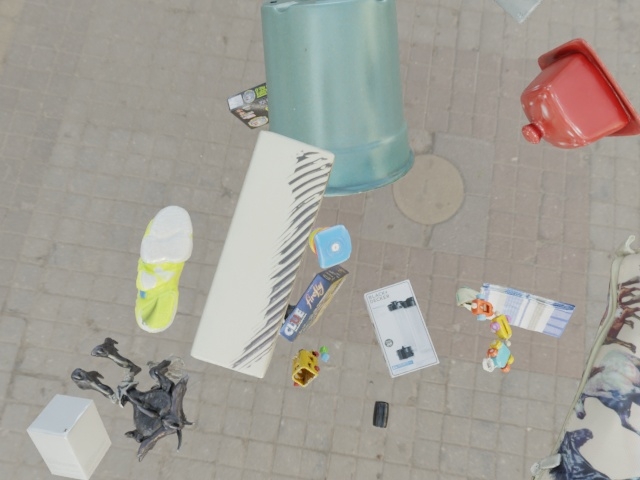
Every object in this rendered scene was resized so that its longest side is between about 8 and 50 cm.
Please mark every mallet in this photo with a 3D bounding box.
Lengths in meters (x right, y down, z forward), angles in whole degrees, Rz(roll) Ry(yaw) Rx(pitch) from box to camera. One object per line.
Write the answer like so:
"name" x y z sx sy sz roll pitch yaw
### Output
"mallet" 0.165 0.465 1.115 0.039 0.190 0.063 6 68 14

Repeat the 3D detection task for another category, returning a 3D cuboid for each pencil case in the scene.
"pencil case" 0.426 0.211 0.562 0.183 0.160 0.411 19 90 12

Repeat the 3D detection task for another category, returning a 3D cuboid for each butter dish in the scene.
"butter dish" 0.358 -0.192 0.626 0.118 0.160 0.160 -38 96 13

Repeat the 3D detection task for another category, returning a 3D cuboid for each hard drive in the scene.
"hard drive" 0.394 -0.493 0.783 0.094 0.135 0.022 43 59 2

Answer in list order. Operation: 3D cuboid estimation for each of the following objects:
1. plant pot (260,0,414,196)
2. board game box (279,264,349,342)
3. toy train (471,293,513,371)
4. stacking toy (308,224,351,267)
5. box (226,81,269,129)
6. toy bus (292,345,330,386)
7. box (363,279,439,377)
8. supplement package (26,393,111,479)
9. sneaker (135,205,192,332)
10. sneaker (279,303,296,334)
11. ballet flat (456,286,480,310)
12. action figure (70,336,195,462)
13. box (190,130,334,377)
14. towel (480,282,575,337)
"plant pot" 0.026 -0.317 0.867 0.340 0.341 0.335 -9 125 -3
"board game box" -0.008 0.147 1.037 0.042 0.243 0.165 35 98 10
"toy train" 0.375 0.210 0.939 0.125 0.046 0.167 13 67 -27
"stacking toy" 0.000 0.000 1.957 0.165 0.301 0.175 -20 110 -23
"box" -0.204 -0.547 1.669 0.269 0.216 0.060 -17 82 11
"toy bus" -0.072 0.532 1.829 0.104 0.202 0.191 39 60 -17
"box" 0.268 0.298 1.424 0.169 0.087 0.290 -17 72 3
"supplement package" -0.613 0.485 1.034 0.104 0.105 0.180 6 122 8
"sneaker" -0.315 0.052 0.819 0.091 0.126 0.241 15 83 -26
"sneaker" -0.130 0.268 1.703 0.121 0.079 0.217 -24 49 15
"ballet flat" 0.632 0.251 1.588 0.248 0.086 0.086 16 80 1
"action figure" -0.324 0.290 0.788 0.275 0.141 0.164 24 82 23
"box" -0.067 0.015 0.526 0.094 0.113 0.276 18 94 -1
"towel" 0.682 0.242 1.423 0.284 0.209 0.034 14 55 22
